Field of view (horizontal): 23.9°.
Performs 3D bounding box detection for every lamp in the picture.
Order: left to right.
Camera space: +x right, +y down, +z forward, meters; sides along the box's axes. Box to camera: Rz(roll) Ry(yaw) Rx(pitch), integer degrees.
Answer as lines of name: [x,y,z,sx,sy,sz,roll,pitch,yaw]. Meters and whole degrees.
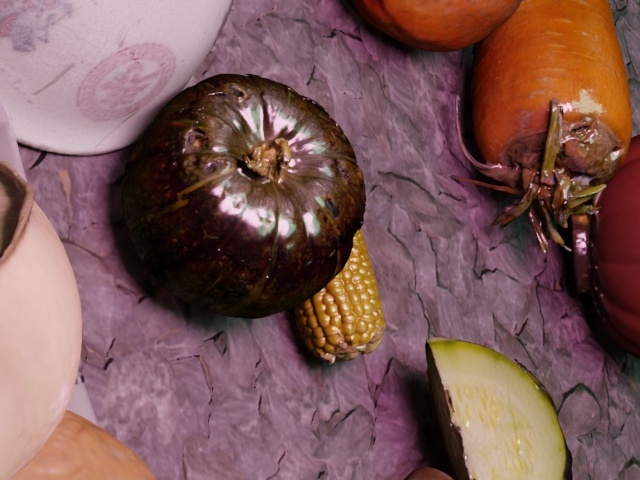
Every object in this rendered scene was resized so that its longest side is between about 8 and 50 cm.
lamp: [0.446,0.008,1.911,0.303,0.257,0.303,-2,90,-80]

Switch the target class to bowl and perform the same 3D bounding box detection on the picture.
bowl: [-0.199,-0.308,1.368,0.435,0.196,0.435,25,56,-44]

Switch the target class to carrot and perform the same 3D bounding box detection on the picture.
carrot: [0.275,-0.160,1.837,0.214,0.193,0.331,13,52,-20]

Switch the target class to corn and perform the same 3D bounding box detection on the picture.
corn: [0.001,-0.002,1.553,0.091,0.091,0.260,-10,74,-16]

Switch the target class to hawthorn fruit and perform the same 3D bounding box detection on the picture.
hawthorn fruit: [0.107,-0.321,1.745,0.262,0.210,0.210,-4,76,-31]

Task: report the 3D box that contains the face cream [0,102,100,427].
face cream: [-0.267,0.037,1.238,0.143,0.089,0.314,-17,82,-35]

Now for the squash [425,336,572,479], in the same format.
squash: [0.206,0.205,1.631,0.204,0.155,0.237,121,-45,-83]

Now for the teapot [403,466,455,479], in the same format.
teapot: [0.107,0.289,1.562,0.068,0.076,0.121,-44,138,-38]

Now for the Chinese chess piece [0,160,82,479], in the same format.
Chinese chess piece: [-0.318,0.060,0.930,0.338,0.338,0.140,-43,133,-49]

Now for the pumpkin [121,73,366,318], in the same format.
pumpkin: [-0.067,-0.043,1.417,0.238,0.159,0.238,8,71,-23]

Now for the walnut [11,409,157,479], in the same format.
walnut: [-0.238,0.246,1.036,0.313,0.277,0.252,-1,54,-48]
